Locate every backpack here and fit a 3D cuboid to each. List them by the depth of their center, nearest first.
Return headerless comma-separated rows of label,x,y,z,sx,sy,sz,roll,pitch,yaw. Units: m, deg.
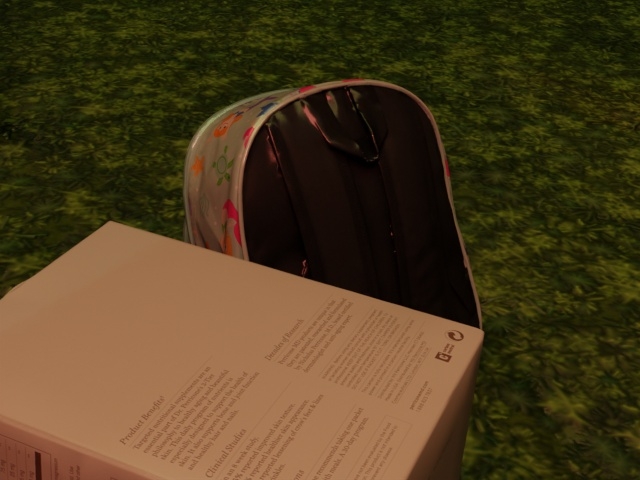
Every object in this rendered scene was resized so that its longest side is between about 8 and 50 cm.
backpack,0.000,0.000,0.824,0.225,0.253,0.191,-17,16,-32

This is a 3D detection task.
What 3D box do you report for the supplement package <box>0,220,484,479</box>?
supplement package,-0.068,0.144,0.606,0.262,0.198,0.199,16,32,19
